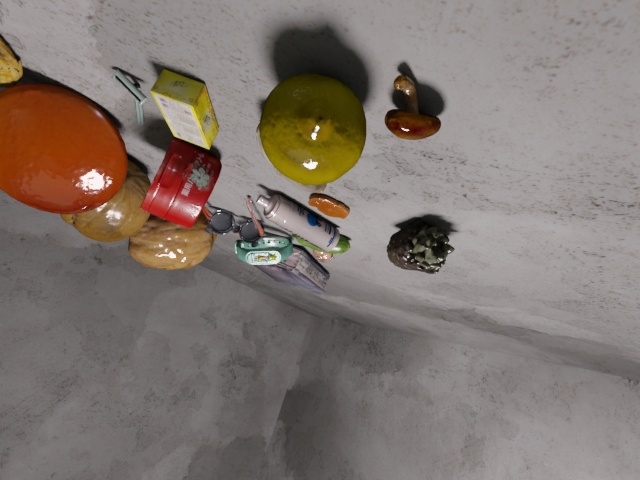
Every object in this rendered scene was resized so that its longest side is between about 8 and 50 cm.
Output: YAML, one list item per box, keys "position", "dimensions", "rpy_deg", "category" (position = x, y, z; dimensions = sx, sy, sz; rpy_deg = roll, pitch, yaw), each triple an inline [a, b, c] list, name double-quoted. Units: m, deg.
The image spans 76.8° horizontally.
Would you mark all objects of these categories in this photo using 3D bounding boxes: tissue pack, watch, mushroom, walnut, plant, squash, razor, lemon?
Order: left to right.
- position: [-0.739, -0.145, 1.395]
  dimensions: [0.333, 0.333, 0.333]
  rpy_deg: [17, 163, 5]
  category: "walnut"
- position: [-0.442, -0.329, 0.976]
  dimensions: [0.084, 0.036, 0.211]
  rpy_deg: [47, 164, -8]
  category: "razor"
- position: [-0.597, -0.019, 1.652]
  dimensions: [0.344, 0.306, 0.306]
  rpy_deg: [-5, 171, -20]
  category: "walnut"
- position: [-0.291, -0.283, 0.891]
  dimensions: [0.095, 0.062, 0.176]
  rpy_deg: [20, 164, 3]
  category: "tissue pack"
- position: [-0.230, 0.032, 1.628]
  dimensions: [0.237, 0.068, 0.195]
  rpy_deg: [-4, -158, -4]
  category: "watch"
- position: [-0.152, 0.125, 1.926]
  dimensions: [0.288, 0.124, 0.394]
  rpy_deg: [11, 162, 24]
  category: "tissue pack"
- position: [-0.063, -0.184, 0.922]
  dimensions: [0.099, 0.096, 0.278]
  rpy_deg: [61, -172, 29]
  category: "mushroom"
- position: [-0.013, -0.186, 0.702]
  dimensions: [0.184, 0.184, 0.248]
  rpy_deg: [20, 174, -3]
  category: "lemon"
- position: [0.000, 0.000, 1.454]
  dimensions: [0.219, 0.077, 0.068]
  rpy_deg: [18, -156, 10]
  category: "squash"
- position: [0.139, -0.206, 0.654]
  dimensions: [0.129, 0.073, 0.088]
  rpy_deg: [39, -176, -44]
  category: "mushroom"
- position: [0.280, 0.019, 1.117]
  dimensions: [0.132, 0.129, 0.194]
  rpy_deg: [23, 167, -21]
  category: "plant"

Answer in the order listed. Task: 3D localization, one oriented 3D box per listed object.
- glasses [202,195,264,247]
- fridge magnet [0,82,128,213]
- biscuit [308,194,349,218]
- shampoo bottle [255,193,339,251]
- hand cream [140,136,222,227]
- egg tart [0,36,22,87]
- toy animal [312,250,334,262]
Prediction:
- position: [-0.335, -0.085, 1.477]
  dimensions: [0.234, 0.118, 0.268]
  rpy_deg: [18, 164, 8]
  category: "glasses"
- position: [-0.726, -0.243, 1.112]
  dimensions: [0.363, 0.363, 0.155]
  rpy_deg: [27, -161, -25]
  category: "fridge magnet"
- position: [0.027, -0.100, 1.196]
  dimensions: [0.130, 0.019, 0.102]
  rpy_deg: [27, 161, -24]
  category: "biscuit"
- position: [-0.076, -0.065, 1.300]
  dimensions: [0.303, 0.092, 0.092]
  rpy_deg: [31, 160, -31]
  category: "shampoo bottle"
- position: [-0.384, -0.156, 1.119]
  dimensions: [0.149, 0.230, 0.230]
  rpy_deg: [27, 162, -25]
  category: "hand cream"
- position: [-0.871, -0.444, 0.909]
  dimensions: [0.341, 0.129, 0.341]
  rpy_deg: [19, 163, 6]
  category: "egg tart"
- position: [0.011, 0.043, 1.588]
  dimensions: [0.083, 0.089, 0.150]
  rpy_deg: [-4, 159, 0]
  category: "toy animal"
